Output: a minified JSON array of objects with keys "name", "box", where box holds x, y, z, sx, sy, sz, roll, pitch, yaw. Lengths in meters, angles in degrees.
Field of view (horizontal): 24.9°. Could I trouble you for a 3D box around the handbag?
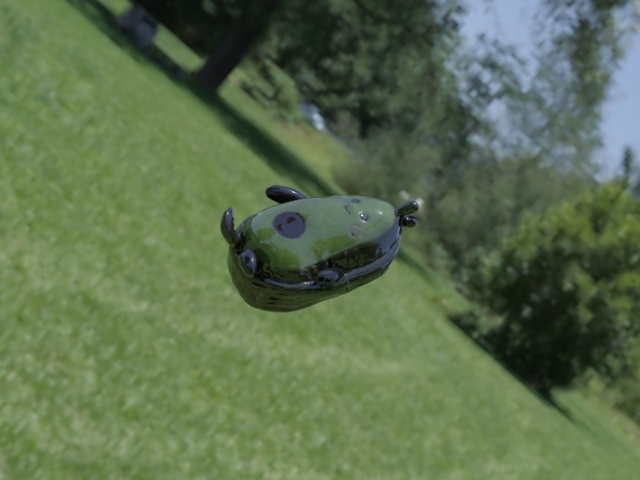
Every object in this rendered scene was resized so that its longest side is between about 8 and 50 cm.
[{"name":"handbag","box":[0.000,0.000,0.792,0.047,0.111,0.072,100,-31,-46]}]
